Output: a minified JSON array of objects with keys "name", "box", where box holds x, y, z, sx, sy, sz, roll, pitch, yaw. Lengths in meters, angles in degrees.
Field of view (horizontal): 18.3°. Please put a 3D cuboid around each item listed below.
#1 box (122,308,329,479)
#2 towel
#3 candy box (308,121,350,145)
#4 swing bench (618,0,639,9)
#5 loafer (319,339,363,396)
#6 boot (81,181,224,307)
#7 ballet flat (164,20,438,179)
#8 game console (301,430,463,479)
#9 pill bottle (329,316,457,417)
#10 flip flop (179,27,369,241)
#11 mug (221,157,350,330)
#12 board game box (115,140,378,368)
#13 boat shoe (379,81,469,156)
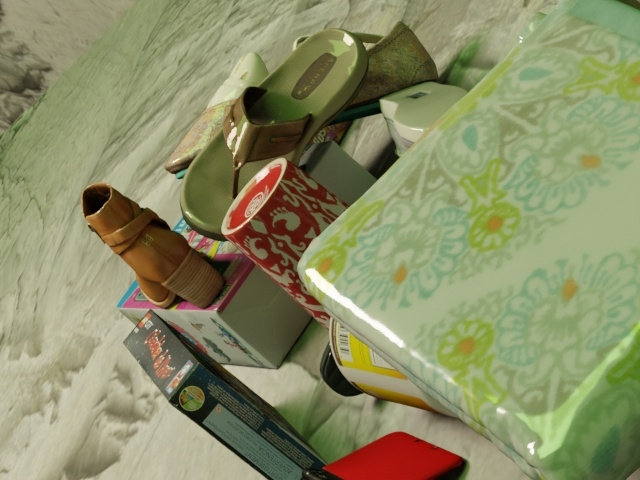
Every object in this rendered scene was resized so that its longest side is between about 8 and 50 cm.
[{"name":"box","box":[-0.087,0.147,1.790,0.044,0.159,0.233,-51,17,-2]},{"name":"towel","box":[0.183,-0.007,1.375,0.320,0.090,0.374,-46,35,-6]},{"name":"candy box","box":[-0.044,-0.107,2.366,0.186,0.053,0.109,-26,30,55]},{"name":"swing bench","box":[0.294,-0.288,1.587,0.165,0.253,0.255,-40,20,30]},{"name":"loafer","box":[0.083,0.044,1.740,0.223,0.076,0.078,-50,4,3]},{"name":"boot","box":[-0.187,-0.002,2.027,0.073,0.152,0.197,-55,20,-13]},{"name":"ballet flat","box":[-0.031,-0.158,2.122,0.316,0.106,0.107,-19,-2,-15]},{"name":"game console","box":[0.043,0.219,1.574,0.144,0.085,0.124,-169,86,-71]},{"name":"pill bottle","box":[0.096,0.077,1.557,0.117,0.117,0.215,-54,19,-12]},{"name":"flip flop","box":[-0.049,-0.118,1.997,0.277,0.112,0.080,-52,-26,-19]},{"name":"mug","box":[-0.005,0.008,1.853,0.113,0.169,0.150,-52,18,-3]},{"name":"board game box","box":[-0.076,0.017,2.130,0.224,0.097,0.303,-55,18,-16]},{"name":"boat shoe","box":[0.112,-0.104,1.955,0.079,0.081,0.227,-21,12,-3]}]
